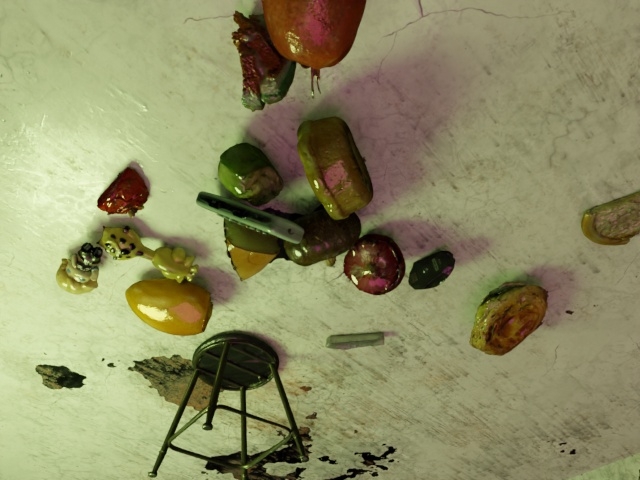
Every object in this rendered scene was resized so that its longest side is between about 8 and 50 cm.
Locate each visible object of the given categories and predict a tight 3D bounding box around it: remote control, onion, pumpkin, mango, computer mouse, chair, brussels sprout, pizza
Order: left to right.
[{"bbox_3d":[-0.466,0.201,1.779,0.256,0.138,0.187,8,137,-3],"label":"mango"},{"bbox_3d":[-0.287,0.554,1.917,0.364,0.410,0.362,28,125,-25],"label":"chair"},{"bbox_3d":[-0.188,-0.062,1.491,0.296,0.056,0.140,19,176,33],"label":"remote control"},{"bbox_3d":[-0.181,-0.169,1.470,0.131,0.145,0.183,-55,157,6],"label":"brussels sprout"},{"bbox_3d":[0.000,0.000,1.574,0.218,0.219,0.162,-20,99,14],"label":"pumpkin"},{"bbox_3d":[0.160,0.070,1.707,0.183,0.147,0.184,0,90,9],"label":"onion"},{"bbox_3d":[0.340,0.094,1.753,0.172,0.099,0.057,-36,133,29],"label":"computer mouse"},{"bbox_3d":[0.891,-0.066,1.680,0.262,0.034,0.181,-28,126,20],"label":"pizza"}]

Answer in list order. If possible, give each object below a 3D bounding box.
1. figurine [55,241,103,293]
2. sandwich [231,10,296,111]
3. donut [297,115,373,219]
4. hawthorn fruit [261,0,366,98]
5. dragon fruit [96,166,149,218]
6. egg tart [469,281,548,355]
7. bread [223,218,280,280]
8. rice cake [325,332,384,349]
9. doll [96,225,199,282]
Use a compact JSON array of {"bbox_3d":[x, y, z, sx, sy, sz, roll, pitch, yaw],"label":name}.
[{"bbox_3d":[-0.679,0.081,1.668,0.114,0.108,0.196,23,140,-29],"label":"figurine"},{"bbox_3d":[-0.125,-0.388,1.243,0.109,0.185,0.160,-5,141,12],"label":"sandwich"},{"bbox_3d":[0.039,-0.175,1.431,0.128,0.209,0.261,-20,134,13],"label":"donut"},{"bbox_3d":[-0.015,-0.437,1.177,0.211,0.211,0.299,1,111,-4],"label":"hawthorn fruit"},{"bbox_3d":[-0.519,-0.105,1.550,0.162,0.083,0.106,-39,125,25],"label":"dragon fruit"},{"bbox_3d":[0.596,0.236,1.882,0.297,0.132,0.297,-11,129,-13],"label":"egg tart"},{"bbox_3d":[-0.226,0.018,1.636,0.160,0.140,0.169,27,126,-31],"label":"bread"},{"bbox_3d":[0.118,0.343,1.996,0.206,0.047,0.036,-5,116,-1],"label":"rice cake"},{"bbox_3d":[-0.490,0.037,1.670,0.291,0.086,0.117,23,122,-18],"label":"doll"}]
